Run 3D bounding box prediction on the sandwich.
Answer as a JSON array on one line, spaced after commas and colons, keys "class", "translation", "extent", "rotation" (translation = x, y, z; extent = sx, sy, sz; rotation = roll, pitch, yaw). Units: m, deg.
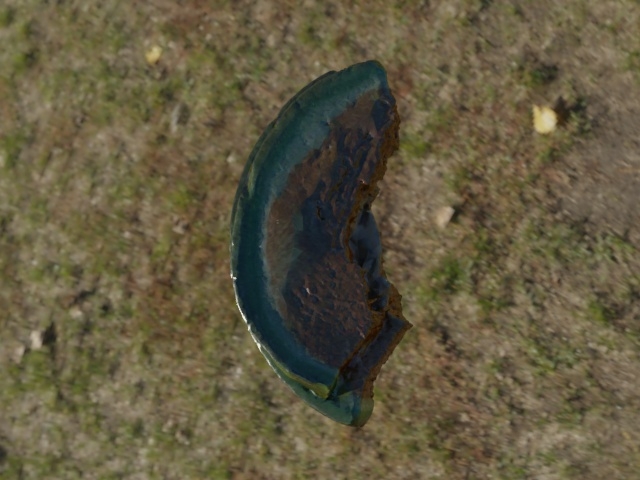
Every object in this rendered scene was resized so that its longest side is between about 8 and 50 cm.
[{"class": "sandwich", "translation": [-0.002, 0.002, 0.420], "extent": [0.067, 0.029, 0.135], "rotation": [-3, 83, 10]}]
